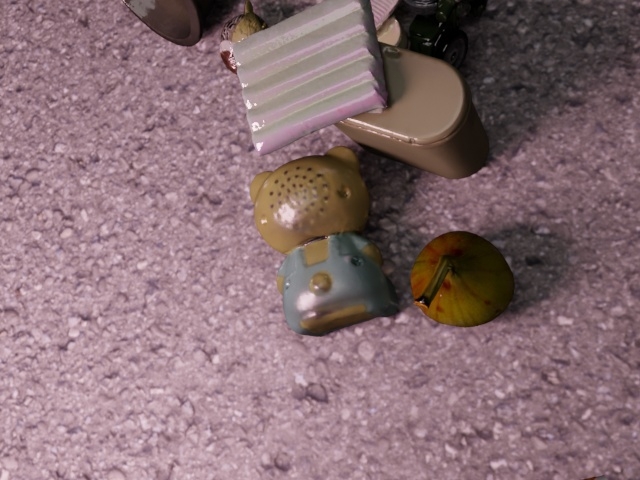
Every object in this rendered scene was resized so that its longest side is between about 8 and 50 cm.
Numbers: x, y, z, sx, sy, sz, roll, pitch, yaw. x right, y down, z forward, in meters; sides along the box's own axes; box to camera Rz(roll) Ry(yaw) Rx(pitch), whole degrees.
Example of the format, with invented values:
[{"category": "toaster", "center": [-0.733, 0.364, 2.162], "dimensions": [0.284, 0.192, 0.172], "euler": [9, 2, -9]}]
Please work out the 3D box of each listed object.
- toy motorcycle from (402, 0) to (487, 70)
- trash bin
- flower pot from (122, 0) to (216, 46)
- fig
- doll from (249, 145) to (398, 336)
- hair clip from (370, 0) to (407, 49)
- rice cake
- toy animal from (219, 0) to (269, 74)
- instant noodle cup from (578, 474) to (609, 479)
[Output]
[{"category": "toy motorcycle", "center": [0.209, -0.371, 1.441], "dimensions": [0.127, 0.205, 0.275], "euler": [23, 67, 23]}, {"category": "trash bin", "center": [0.114, -0.182, 1.392], "dimensions": [0.243, 0.247, 0.121], "euler": [21, 86, 20]}, {"category": "flower pot", "center": [-0.242, -0.469, 1.591], "dimensions": [0.269, 0.269, 0.166], "euler": [37, 68, 21]}, {"category": "fig", "center": [0.186, 0.046, 1.356], "dimensions": [0.148, 0.186, 0.142], "euler": [-34, 54, 0]}, {"category": "doll", "center": [0.000, 0.000, 1.437], "dimensions": [0.177, 0.161, 0.261], "euler": [-18, 76, 15]}, {"category": "hair clip", "center": [0.090, -0.365, 1.525], "dimensions": [0.218, 0.071, 0.159], "euler": [-54, 49, 13]}, {"category": "rice cake", "center": [-0.014, -0.225, 1.293], "dimensions": [0.198, 0.037, 0.189], "euler": [-15, 76, 16]}, {"category": "toy animal", "center": [-0.125, -0.329, 1.586], "dimensions": [0.098, 0.098, 0.137], "euler": [-31, 55, 9]}, {"category": "instant noodle cup", "center": [0.301, 0.424, 1.213], "dimensions": [0.200, 0.264, 0.264], "euler": [-19, 73, 6]}]
